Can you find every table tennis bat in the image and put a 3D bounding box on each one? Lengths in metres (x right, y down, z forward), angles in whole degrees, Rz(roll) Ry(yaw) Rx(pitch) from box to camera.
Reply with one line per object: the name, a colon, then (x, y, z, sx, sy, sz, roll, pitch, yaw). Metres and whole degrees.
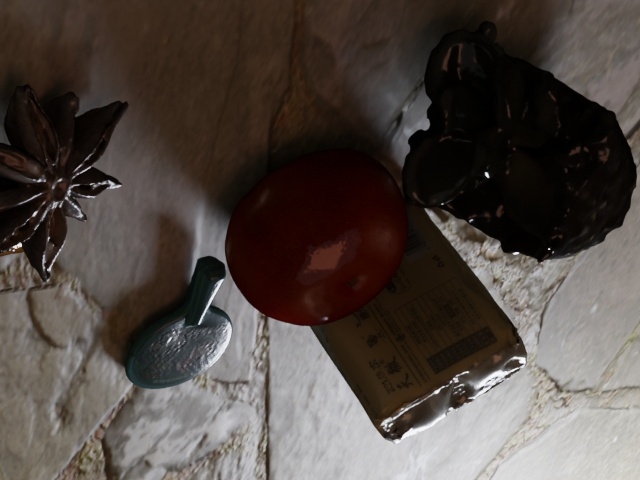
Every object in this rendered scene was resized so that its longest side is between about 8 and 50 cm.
table tennis bat: (-0.142, 0.090, 1.834, 0.124, 0.033, 0.201, -10, 143, -33)

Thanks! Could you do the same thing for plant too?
plant: (0.206, -0.086, 1.752, 0.276, 0.188, 0.199, 24, 97, -56)

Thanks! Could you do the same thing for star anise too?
star anise: (-0.248, -0.054, 1.530, 0.182, 0.065, 0.195, -19, 121, -44)

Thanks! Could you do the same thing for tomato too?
tomato: (0.000, 0.000, 1.749, 0.195, 0.136, 0.195, -21, 142, -18)

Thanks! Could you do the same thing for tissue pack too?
tissue pack: (0.091, 0.086, 1.848, 0.186, 0.222, 0.090, -31, 153, -8)

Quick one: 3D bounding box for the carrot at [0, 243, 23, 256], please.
carrot: (-0.318, -0.015, 1.550, 0.205, 0.072, 0.072, 6, 129, -53)
